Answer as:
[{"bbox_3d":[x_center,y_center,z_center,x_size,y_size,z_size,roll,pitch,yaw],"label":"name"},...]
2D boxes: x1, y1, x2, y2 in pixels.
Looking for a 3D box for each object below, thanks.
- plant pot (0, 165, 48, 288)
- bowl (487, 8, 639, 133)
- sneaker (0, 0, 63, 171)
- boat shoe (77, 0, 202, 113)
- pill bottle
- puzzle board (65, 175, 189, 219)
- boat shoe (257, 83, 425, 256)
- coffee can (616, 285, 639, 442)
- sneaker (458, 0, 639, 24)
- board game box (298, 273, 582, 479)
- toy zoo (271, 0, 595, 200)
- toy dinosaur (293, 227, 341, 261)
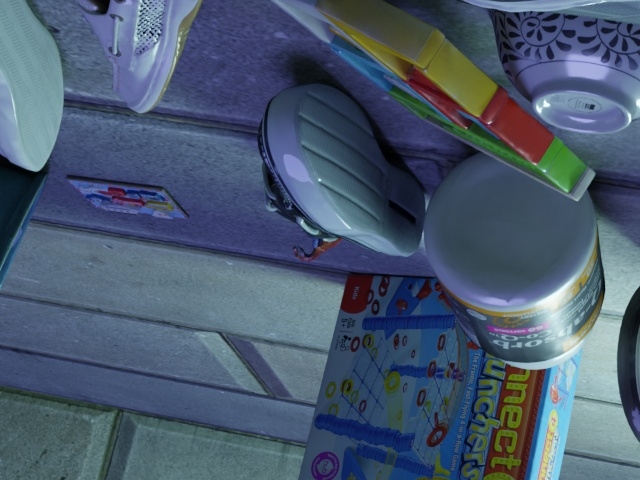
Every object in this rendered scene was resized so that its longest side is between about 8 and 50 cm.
[{"bbox_3d":[-0.538,0.009,1.720,0.334,0.341,0.341,24,161,-8],"label":"plant pot"},{"bbox_3d":[0.200,-0.130,1.100,0.170,0.080,0.170,11,162,4],"label":"bowl"},{"bbox_3d":[-0.342,-0.172,1.346,0.169,0.108,0.292,11,153,11],"label":"sneaker"},{"bbox_3d":[-0.141,-0.192,1.142,0.096,0.098,0.277,16,153,-9],"label":"boat shoe"},{"bbox_3d":[0.200,0.029,1.464,0.162,0.162,0.278,8,162,17],"label":"pill bottle"},{"bbox_3d":[-0.233,-0.049,1.789,0.128,0.011,0.096,8,162,18],"label":"puzzle board"},{"bbox_3d":[-0.001,-0.051,1.423,0.119,0.121,0.335,1,162,22],"label":"boat shoe"},{"bbox_3d":[0.472,0.128,1.504,0.275,0.202,0.201,-5,155,44],"label":"coffee can"},{"bbox_3d":[0.183,-0.176,0.942,0.271,0.100,0.108,7,167,18],"label":"sneaker"},{"bbox_3d":[0.147,0.202,1.800,0.301,0.308,0.086,2,158,31],"label":"board game box"},{"bbox_3d":[0.071,-0.133,1.138,0.192,0.030,0.293,33,180,43],"label":"toy zoo"},{"bbox_3d":[0.000,0.000,1.672,0.047,0.090,0.082,10,121,-26],"label":"toy dinosaur"}]
